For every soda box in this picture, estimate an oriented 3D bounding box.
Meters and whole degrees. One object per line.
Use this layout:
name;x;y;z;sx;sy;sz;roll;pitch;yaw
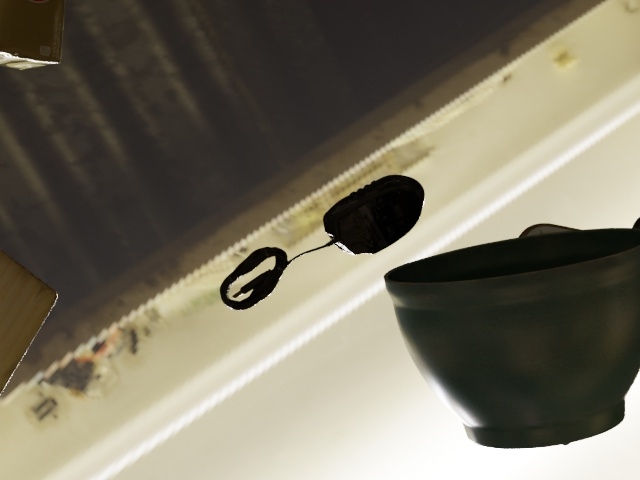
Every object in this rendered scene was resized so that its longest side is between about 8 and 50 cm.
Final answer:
soda box;-0.231;-0.226;1.084;0.058;0.061;0.181;6;-94;-43

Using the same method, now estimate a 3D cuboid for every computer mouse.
computer mouse;0.000;0.000;1.494;0.242;0.041;0.071;-27;-54;1

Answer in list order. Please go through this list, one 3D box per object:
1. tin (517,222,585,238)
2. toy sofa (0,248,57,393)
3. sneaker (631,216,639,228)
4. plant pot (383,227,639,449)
tin;0.324;0.033;1.746;0.190;0.106;0.040;10;-46;-12
toy sofa;-0.438;0.037;1.337;0.177;0.363;0.150;46;-114;-44
sneaker;0.460;0.050;1.599;0.109;0.286;0.130;-11;-45;-31
plant pot;0.227;0.109;1.525;0.293;0.293;0.196;-12;-84;-23
